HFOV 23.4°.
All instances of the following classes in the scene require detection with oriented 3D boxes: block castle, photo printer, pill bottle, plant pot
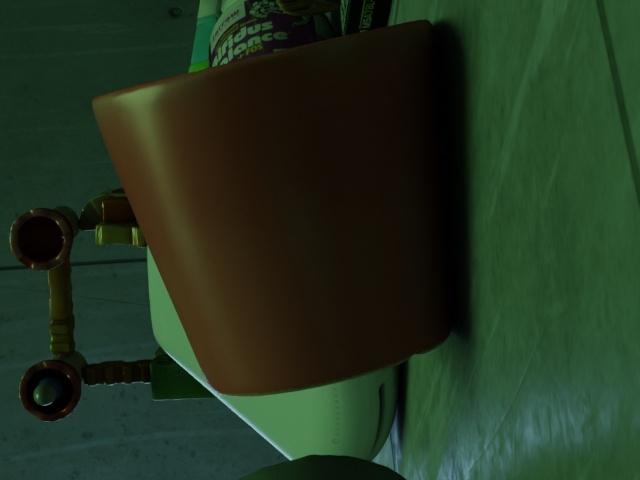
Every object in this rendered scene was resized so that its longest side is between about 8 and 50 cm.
[{"bbox_3d":[-0.187,0.086,2.126,0.213,0.453,0.303,-75,-17,-81],"label":"block castle"},{"bbox_3d":[-0.046,0.100,1.619,0.307,0.107,0.256,38,147,25],"label":"photo printer"},{"bbox_3d":[-0.056,-0.212,1.951,0.301,0.169,0.169,-100,8,-52],"label":"pill bottle"},{"bbox_3d":[-0.020,-0.022,1.189,0.275,0.275,0.243,-136,33,-84],"label":"plant pot"}]

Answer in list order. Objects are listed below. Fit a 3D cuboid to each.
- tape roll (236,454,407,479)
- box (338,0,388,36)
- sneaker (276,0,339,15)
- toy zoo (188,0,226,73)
[{"bbox_3d":[0.001,0.284,1.272,0.072,0.219,0.219,-101,8,-61],"label":"tape roll"},{"bbox_3d":[0.038,-0.309,1.460,0.190,0.045,0.184,101,163,-71],"label":"box"},{"bbox_3d":[-0.025,-0.393,1.784,0.296,0.112,0.131,95,171,-60],"label":"sneaker"},{"bbox_3d":[-0.116,-0.236,2.128,0.192,0.030,0.293,56,-151,-44],"label":"toy zoo"}]
